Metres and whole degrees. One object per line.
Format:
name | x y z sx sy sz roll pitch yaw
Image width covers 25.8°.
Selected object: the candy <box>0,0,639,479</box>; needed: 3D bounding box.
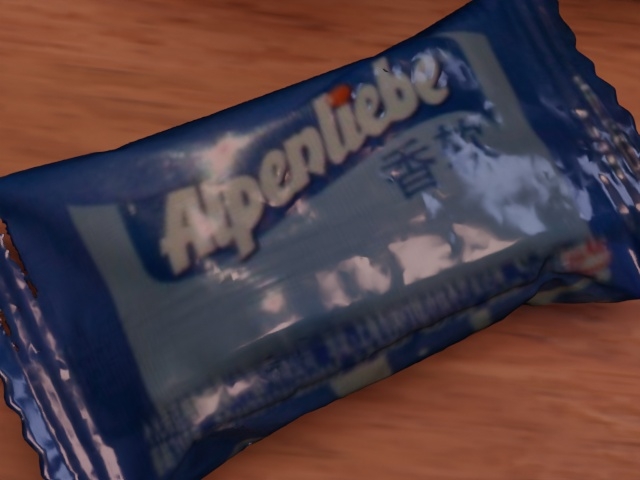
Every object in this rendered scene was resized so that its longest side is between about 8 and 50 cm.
candy | 0.002 0.001 0.652 0.331 0.077 0.187 -23 72 -13
